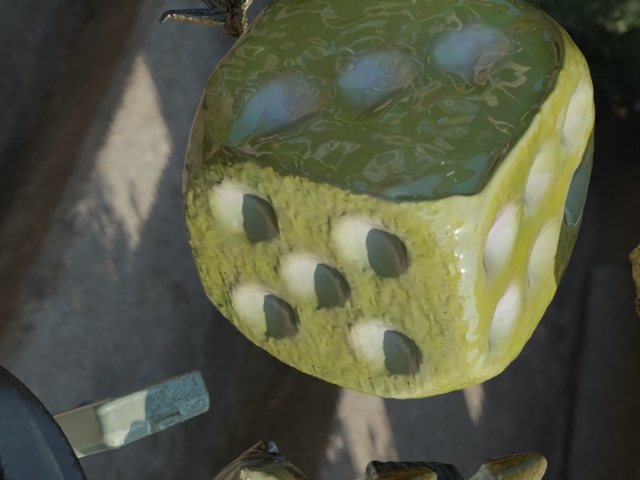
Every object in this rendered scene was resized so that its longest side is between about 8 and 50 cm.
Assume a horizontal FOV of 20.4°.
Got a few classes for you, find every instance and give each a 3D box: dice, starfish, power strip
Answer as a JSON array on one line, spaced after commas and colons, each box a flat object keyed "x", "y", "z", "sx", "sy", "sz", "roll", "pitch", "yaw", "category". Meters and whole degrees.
[{"x": 0.054, "y": -0.041, "z": 1.290, "sx": 0.238, "sy": 0.233, "sz": 0.226, "roll": -54, "pitch": 149, "yaw": -35, "category": "dice"}, {"x": -0.097, "y": -0.232, "z": 1.794, "sx": 0.041, "sy": 0.133, "sz": 0.130, "roll": 74, "pitch": -7, "yaw": -52, "category": "starfish"}, {"x": -0.213, "y": 0.174, "z": 1.683, "sx": 0.118, "sy": 0.270, "sz": 0.046, "roll": -20, "pitch": 89, "yaw": -38, "category": "power strip"}]

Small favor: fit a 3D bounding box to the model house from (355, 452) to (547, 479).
[{"x": 0.095, "y": 0.292, "z": 1.601, "sx": 0.253, "sy": 0.291, "sz": 0.184, "roll": 48, "pitch": -3, "yaw": -14, "category": "model house"}]

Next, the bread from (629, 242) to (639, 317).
[{"x": 0.324, "y": 0.068, "z": 1.310, "sx": 0.121, "sy": 0.174, "sz": 0.245, "roll": -14, "pitch": 71, "yaw": -19, "category": "bread"}]

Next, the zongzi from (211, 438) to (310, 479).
[{"x": -0.027, "y": 0.374, "z": 1.982, "sx": 0.289, "sy": 0.154, "sz": 0.317, "roll": 54, "pitch": -6, "yaw": 4, "category": "zongzi"}]

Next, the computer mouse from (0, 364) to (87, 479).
[{"x": -0.187, "y": 0.153, "z": 1.016, "sx": 0.073, "sy": 0.122, "sz": 0.217, "roll": -14, "pitch": 81, "yaw": -59, "category": "computer mouse"}]
